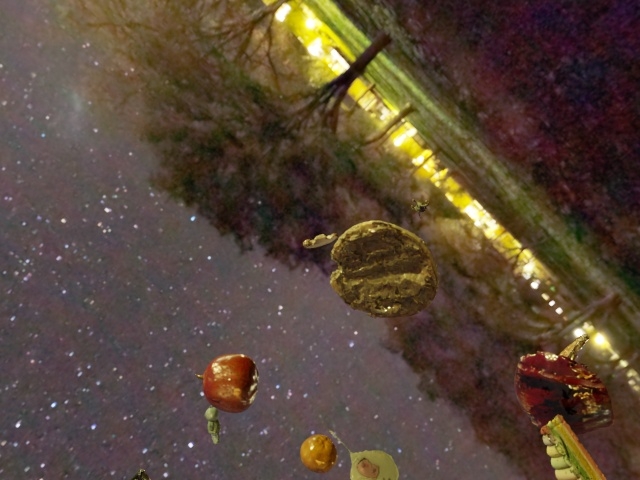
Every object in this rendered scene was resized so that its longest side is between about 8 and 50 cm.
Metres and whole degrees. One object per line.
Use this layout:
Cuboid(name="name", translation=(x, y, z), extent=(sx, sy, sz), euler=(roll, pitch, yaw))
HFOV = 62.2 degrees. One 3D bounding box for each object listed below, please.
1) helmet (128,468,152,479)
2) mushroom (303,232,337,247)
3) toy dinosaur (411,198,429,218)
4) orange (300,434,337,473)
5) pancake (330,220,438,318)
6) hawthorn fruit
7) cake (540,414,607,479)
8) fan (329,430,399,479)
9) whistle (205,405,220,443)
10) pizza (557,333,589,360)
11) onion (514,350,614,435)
Cuboid(name="helmet", translation=(-0.494, 0.706, 1.391), extent=(0.176, 0.153, 0.107), euler=(12, 128, 61))
Cuboid(name="mushroom", translation=(0.000, 0.000, 1.478), extent=(0.049, 0.101, 0.019), euler=(76, 179, -68))
Cuboid(name="toy dinosaur", translation=(0.330, -0.113, 1.783), extent=(0.058, 0.037, 0.180), euler=(32, 180, 9))
Cuboid(name="orange", translation=(-0.004, 0.873, 2.187), extent=(0.158, 0.136, 0.159), euler=(17, -157, -7))
Cuboid(name="pancake", translation=(0.204, 0.102, 1.791), extent=(0.382, 0.382, 0.071), euler=(45, -151, -7))
Cuboid(name="hawthorn fruit", translation=(-0.290, 0.434, 1.632), extent=(0.200, 0.179, 0.179), euler=(11, -161, -3))
Cuboid(name="cake", translation=(0.665, 0.597, 1.427), extent=(0.109, 0.090, 0.226), euler=(-7, -123, -37))
Cuboid(name="fan", translation=(0.147, 0.821, 1.979), extent=(0.310, 0.182, 0.010), euler=(41, 175, 8))
Cuboid(name="whistle", translation=(-0.271, 0.467, 1.349), extent=(0.035, 0.035, 0.100), euler=(-26, -71, -76))
Cuboid(name="pizza", translation=(0.950, 0.449, 2.021), extent=(0.052, 0.185, 0.195), euler=(38, -133, 18))
Cuboid(name="onion", translation=(0.728, 0.490, 1.677), extent=(0.314, 0.146, 0.280), euler=(-1, 123, 52))
